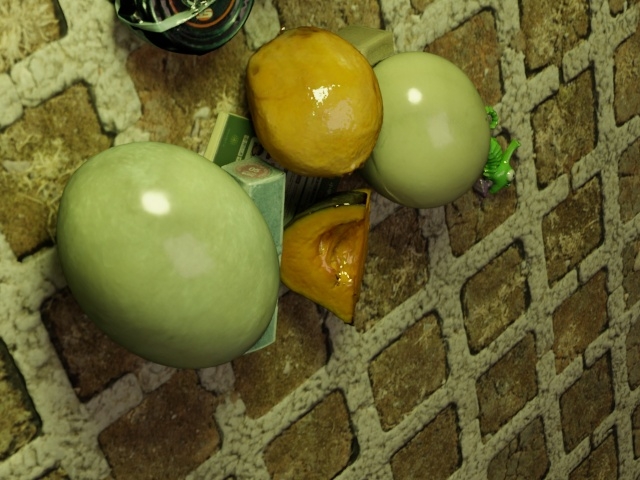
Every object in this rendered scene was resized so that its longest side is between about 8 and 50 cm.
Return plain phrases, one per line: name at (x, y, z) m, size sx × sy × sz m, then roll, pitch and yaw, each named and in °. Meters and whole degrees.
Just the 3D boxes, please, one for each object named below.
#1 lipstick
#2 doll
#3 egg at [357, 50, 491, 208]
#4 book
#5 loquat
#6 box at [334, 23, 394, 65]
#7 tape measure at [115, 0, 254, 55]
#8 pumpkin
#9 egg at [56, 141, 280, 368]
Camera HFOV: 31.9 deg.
lipstick at (-0.103, 0.028, 1.614) m, size 0.077 × 0.076 × 0.289 m, roll -20°, pitch 126°, yaw -37°
doll at (0.303, -0.156, 1.990) m, size 0.115 × 0.050 × 0.190 m, roll -46°, pitch 133°, yaw -14°
egg at (0.147, -0.165, 1.703) m, size 0.219 × 0.219 × 0.269 m, roll -47°, pitch 134°, yaw -18°
book at (-0.081, -0.068, 1.663) m, size 0.264 × 0.027 × 0.202 m, roll 12°, pitch 101°, yaw -47°
loquat at (-0.011, -0.195, 1.550) m, size 0.187 × 0.176 × 0.234 m, roll -13°, pitch 77°, yaw -49°
box at (0.052, -0.285, 1.648) m, size 0.079 × 0.083 × 0.035 m, roll -36°, pitch 131°, yaw -37°
tape measure at (-0.172, -0.323, 1.392) m, size 0.182 × 0.107 × 0.181 m, roll -15°, pitch 116°, yaw -40°
pumpkin at (0.000, 0.000, 1.703) m, size 0.130 × 0.149 × 0.254 m, roll -85°, pitch 178°, yaw -47°
egg at (-0.189, 0.023, 1.426) m, size 0.258 × 0.258 × 0.352 m, roll -48°, pitch 143°, yaw -17°
